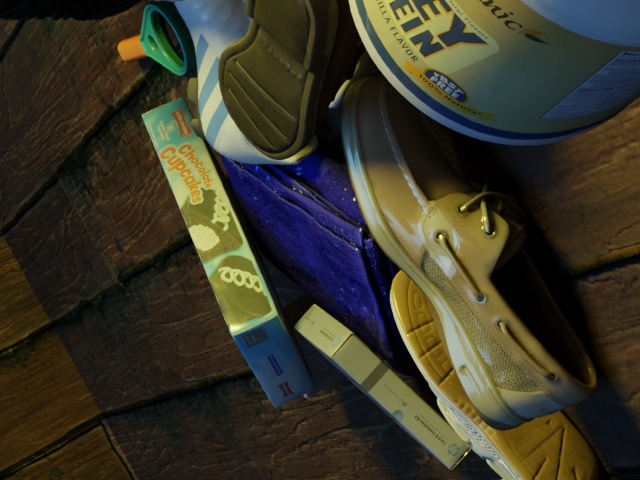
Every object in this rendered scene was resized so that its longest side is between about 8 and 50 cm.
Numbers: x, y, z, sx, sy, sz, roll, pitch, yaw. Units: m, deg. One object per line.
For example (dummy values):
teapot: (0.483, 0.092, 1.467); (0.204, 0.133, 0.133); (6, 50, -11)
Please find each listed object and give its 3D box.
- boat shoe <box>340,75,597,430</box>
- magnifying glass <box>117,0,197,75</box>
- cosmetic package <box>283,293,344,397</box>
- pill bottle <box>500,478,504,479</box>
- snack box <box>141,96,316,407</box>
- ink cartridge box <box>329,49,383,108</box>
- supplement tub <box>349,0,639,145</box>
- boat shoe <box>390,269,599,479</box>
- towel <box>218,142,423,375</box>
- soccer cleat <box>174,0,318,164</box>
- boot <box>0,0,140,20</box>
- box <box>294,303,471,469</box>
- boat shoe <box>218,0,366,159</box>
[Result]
boat shoe: (0.134, -0.001, 1.729); (0.110, 0.121, 0.341); (-23, 101, 34)
magnifying glass: (-0.198, -0.235, 2.350); (0.092, 0.026, 0.231); (64, 162, -10)
cosmetic package: (-0.013, 0.124, 2.339); (0.041, 0.060, 0.115); (41, 152, 45)
pill bottle: (0.220, 0.288, 1.961); (0.120, 0.067, 0.067); (46, 157, 36)
snack box: (-0.104, 0.012, 2.240); (0.187, 0.060, 0.322); (65, 180, -57)
ink cartridge box: (-0.001, -0.267, 1.741); (0.239, 0.060, 0.275); (59, 161, 6)
supplement tub: (0.157, -0.201, 1.167); (0.228, 0.228, 0.316); (59, 161, 4)
boat shoe: (0.152, 0.147, 1.886); (0.277, 0.098, 0.096); (56, 160, 11)
towel: (0.000, 0.000, 2.099); (0.308, 0.076, 0.227); (39, 151, 48)
soccer cleat: (-0.073, -0.218, 1.958); (0.143, 0.116, 0.331); (17, 136, 33)
boot: (-0.328, -0.368, 2.073); (0.260, 0.131, 0.348); (62, -162, 10)
box: (0.064, 0.153, 2.084); (0.186, 0.038, 0.145); (43, 177, -19)
boat shoe: (-0.006, -0.166, 1.663); (0.111, 0.104, 0.307); (48, 158, 7)
